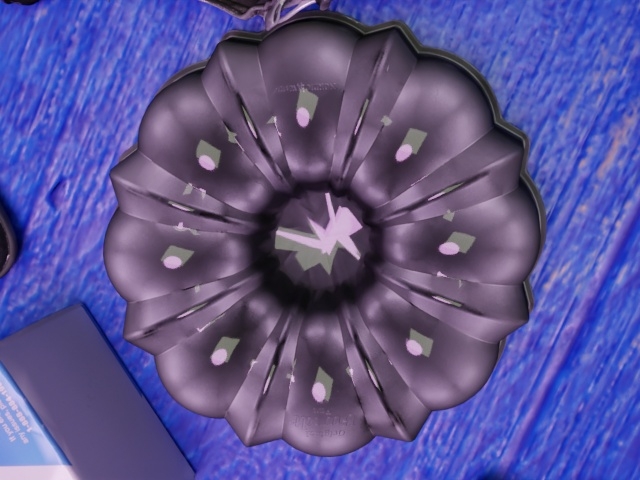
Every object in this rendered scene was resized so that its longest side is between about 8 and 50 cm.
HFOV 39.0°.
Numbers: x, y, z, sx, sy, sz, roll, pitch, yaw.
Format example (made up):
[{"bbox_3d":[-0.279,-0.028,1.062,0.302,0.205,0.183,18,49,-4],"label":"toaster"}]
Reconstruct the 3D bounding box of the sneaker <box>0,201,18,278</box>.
[{"bbox_3d":[-0.320,-0.048,0.635,0.087,0.130,0.227,-39,95,9],"label":"sneaker"}]

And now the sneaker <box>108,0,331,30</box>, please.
[{"bbox_3d":[-0.011,-0.181,0.586,0.282,0.105,0.115,3,71,-4],"label":"sneaker"}]

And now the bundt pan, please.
[{"bbox_3d":[0.000,0.000,0.622,0.331,0.124,0.330,0,96,4],"label":"bundt pan"}]

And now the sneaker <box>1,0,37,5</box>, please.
[{"bbox_3d":[-0.193,-0.282,0.576,0.124,0.107,0.283,23,134,-7],"label":"sneaker"}]

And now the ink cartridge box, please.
[{"bbox_3d":[-0.243,0.185,0.635,0.233,0.168,0.171,-32,93,7],"label":"ink cartridge box"}]
